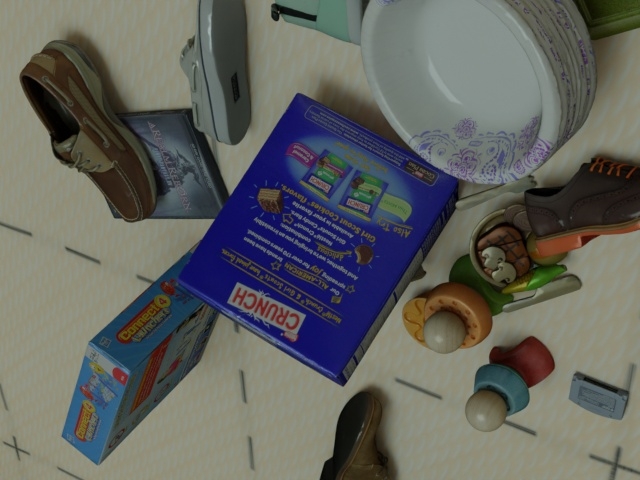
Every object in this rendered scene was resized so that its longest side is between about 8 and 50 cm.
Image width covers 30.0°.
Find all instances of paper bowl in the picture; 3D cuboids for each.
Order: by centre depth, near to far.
[{"bbox_3d":[0.198,-0.221,1.428,0.284,0.148,0.284,31,144,27],"label":"paper bowl"}]

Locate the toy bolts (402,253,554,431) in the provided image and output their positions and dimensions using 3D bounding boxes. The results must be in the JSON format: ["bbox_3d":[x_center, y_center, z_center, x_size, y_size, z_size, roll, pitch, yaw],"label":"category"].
[{"bbox_3d":[0.205,0.172,1.746,0.228,0.158,0.218,51,138,-7],"label":"toy bolts"}]

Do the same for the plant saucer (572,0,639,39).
[{"bbox_3d":[0.338,-0.319,1.333,0.188,0.045,0.188,-10,115,43],"label":"plant saucer"}]

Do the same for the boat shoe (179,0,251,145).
[{"bbox_3d":[-0.160,-0.261,1.743,0.088,0.096,0.267,17,140,21],"label":"boat shoe"}]

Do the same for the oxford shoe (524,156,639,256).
[{"bbox_3d":[0.368,-0.060,1.485,0.271,0.097,0.098,-22,92,39],"label":"oxford shoe"}]

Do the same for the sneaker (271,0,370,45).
[{"bbox_3d":[-0.008,-0.372,1.522,0.151,0.094,0.256,15,133,21],"label":"sneaker"}]

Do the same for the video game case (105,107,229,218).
[{"bbox_3d":[-0.282,-0.124,1.995,0.274,0.026,0.196,2,123,38],"label":"video game case"}]

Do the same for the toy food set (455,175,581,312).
[{"bbox_3d":[0.268,0.012,1.624,0.132,0.038,0.192,-22,109,17],"label":"toy food set"}]

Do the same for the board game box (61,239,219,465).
[{"bbox_3d":[-0.293,0.192,2.047,0.086,0.302,0.308,36,137,9],"label":"board game box"}]

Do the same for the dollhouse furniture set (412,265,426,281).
[{"bbox_3d":[0.043,0.016,1.800,0.129,0.129,0.184,-47,65,49],"label":"dollhouse furniture set"}]

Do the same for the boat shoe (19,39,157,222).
[{"bbox_3d":[-0.384,-0.160,1.937,0.123,0.116,0.324,-16,111,44],"label":"boat shoe"}]

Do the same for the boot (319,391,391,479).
[{"bbox_3d":[0.077,0.378,2.083,0.115,0.112,0.305,10,130,-7],"label":"boot"}]

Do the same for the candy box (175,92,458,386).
[{"bbox_3d":[0.000,0.000,1.651,0.268,0.317,0.122,31,170,15],"label":"candy box"}]

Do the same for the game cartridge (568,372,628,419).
[{"bbox_3d":[0.405,0.229,1.743,0.083,0.017,0.056,22,130,24],"label":"game cartridge"}]
